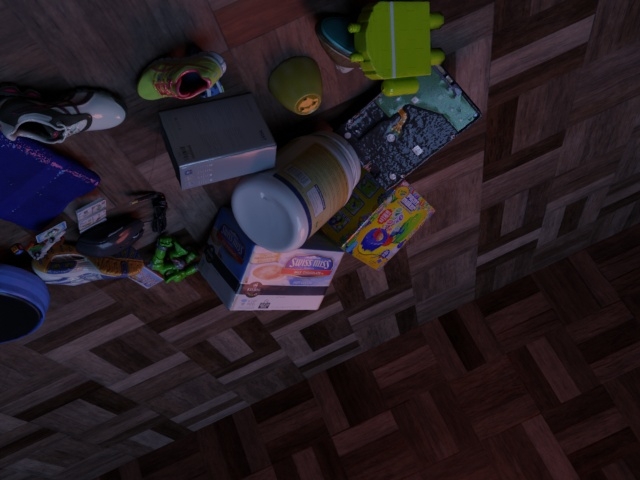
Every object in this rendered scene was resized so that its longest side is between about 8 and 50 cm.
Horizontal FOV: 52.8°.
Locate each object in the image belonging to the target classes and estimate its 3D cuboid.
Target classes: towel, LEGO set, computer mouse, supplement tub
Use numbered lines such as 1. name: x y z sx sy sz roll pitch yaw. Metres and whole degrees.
1. towel: -0.683 -0.144 1.445 0.228 0.076 0.308 -35 152 11
2. LEGO set: -0.662 -0.028 1.628 0.244 0.060 0.182 -34 173 -24
3. computer mouse: -0.519 -0.033 1.726 0.262 0.060 0.184 -20 152 -32
4. supplement tub: -0.055 -0.136 1.685 0.316 0.228 0.228 -44 167 -40

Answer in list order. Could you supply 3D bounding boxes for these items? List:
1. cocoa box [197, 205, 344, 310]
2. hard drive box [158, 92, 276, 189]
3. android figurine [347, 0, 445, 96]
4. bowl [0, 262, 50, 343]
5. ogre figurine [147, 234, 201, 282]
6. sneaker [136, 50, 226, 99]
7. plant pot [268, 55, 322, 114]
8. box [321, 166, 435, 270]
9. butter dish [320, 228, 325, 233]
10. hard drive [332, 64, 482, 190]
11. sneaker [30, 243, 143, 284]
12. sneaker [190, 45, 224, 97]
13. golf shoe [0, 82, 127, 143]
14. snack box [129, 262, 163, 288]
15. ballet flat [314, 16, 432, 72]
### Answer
1. cocoa box: -0.150 0.058 1.969 0.347 0.231 0.227 5 118 -41
2. hard drive box: -0.243 -0.237 1.522 0.232 0.181 0.089 -16 150 -16
3. android figurine: 0.174 -0.455 1.468 0.273 0.056 0.248 -16 109 -33
4. bowl: -0.925 0.179 1.703 0.391 0.077 0.391 -10 151 -6
5. ogre figurine: -0.441 0.062 1.952 0.118 0.097 0.197 -42 161 6
6. sneaker: -0.304 -0.334 1.353 0.209 0.094 0.081 -13 134 22
7. plant pot: -0.047 -0.361 1.559 0.134 0.095 0.134 -20 151 -12
8. box: 0.167 -0.090 2.034 0.279 0.177 0.290 -48 148 8
9. butter dish: 0.000 0.000 2.187 0.160 0.118 0.160 30 78 -57
10. hard drive: 0.230 -0.321 1.751 0.339 0.064 0.237 -39 110 24
11. sneaker: -0.653 0.068 1.804 0.297 0.111 0.131 4 152 -31
12. sneaker: -0.261 -0.367 1.426 0.059 0.053 0.144 -23 150 0
13. golf shoe: -0.532 -0.247 1.341 0.273 0.120 0.105 -6 144 -34
14. snack box: -0.558 0.100 1.994 0.064 0.022 0.178 -29 151 5
15. ballet flat: 0.111 -0.453 1.546 0.343 0.116 0.124 -9 167 -35
